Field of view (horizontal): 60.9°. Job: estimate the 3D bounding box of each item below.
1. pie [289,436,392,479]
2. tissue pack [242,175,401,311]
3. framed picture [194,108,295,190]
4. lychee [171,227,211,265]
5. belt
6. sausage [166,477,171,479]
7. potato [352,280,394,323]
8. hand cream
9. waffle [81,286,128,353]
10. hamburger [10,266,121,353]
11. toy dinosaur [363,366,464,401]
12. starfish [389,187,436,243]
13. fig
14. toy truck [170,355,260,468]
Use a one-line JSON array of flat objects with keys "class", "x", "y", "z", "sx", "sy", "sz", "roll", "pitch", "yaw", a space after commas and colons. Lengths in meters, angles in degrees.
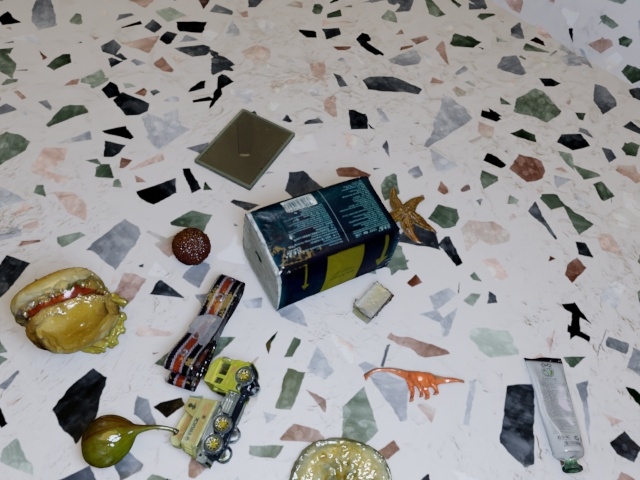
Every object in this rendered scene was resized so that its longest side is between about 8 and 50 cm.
[{"class": "pie", "x": 0.055, "y": 0.626, "z": 1.371, "sx": 0.274, "sy": 0.055, "sz": 0.274, "roll": 3, "pitch": 57, "yaw": -5}, {"class": "tissue pack", "x": 0.000, "y": 0.000, "z": 1.659, "sx": 0.417, "sy": 0.253, "sz": 0.264, "roll": -21, "pitch": 63, "yaw": -20}, {"class": "framed picture", "x": -0.272, "y": -0.340, "z": 1.992, "sx": 0.240, "sy": 0.020, "sz": 0.324, "roll": 26, "pitch": 57, "yaw": 10}, {"class": "lychee", "x": -0.393, "y": 0.018, "z": 1.682, "sx": 0.129, "sy": 0.123, "sz": 0.123, "roll": -7, "pitch": 49, "yaw": 32}, {"class": "belt", "x": -0.318, "y": 0.246, "z": 1.536, "sx": 0.094, "sy": 0.126, "sz": 0.359, "roll": 14, "pitch": 52, "yaw": 11}, {"class": "sausage", "x": -0.243, "y": 0.703, "z": 1.275, "sx": 0.372, "sy": 0.082, "sz": 0.082, "roll": 33, "pitch": 59, "yaw": 13}, {"class": "potato", "x": 0.157, "y": 0.192, "z": 1.668, "sx": 0.086, "sy": 0.061, "sz": 0.122, "roll": 38, "pitch": 62, "yaw": 17}, {"class": "hand cream", "x": 0.671, "y": 0.481, "z": 1.546, "sx": 0.121, "sy": 0.076, "sz": 0.336, "roll": 8, "pitch": 50, "yaw": -8}, {"class": "waffle", "x": -0.660, "y": 0.208, "z": 1.558, "sx": 0.229, "sy": 0.057, "sz": 0.219, "roll": 10, "pitch": 57, "yaw": -2}, {"class": "hamburger", "x": -0.658, "y": 0.177, "z": 1.411, "sx": 0.244, "sy": 0.244, "sz": 0.163, "roll": -28, "pitch": 63, "yaw": -23}, {"class": "toy dinosaur", "x": 0.265, "y": 0.406, "z": 1.547, "sx": 0.280, "sy": 0.055, "sz": 0.101, "roll": 1, "pitch": 47, "yaw": -5}, {"class": "starfish", "x": 0.293, "y": -0.084, "z": 1.880, "sx": 0.240, "sy": 0.043, "sz": 0.227, "roll": -33, "pitch": 65, "yaw": -22}, {"class": "fig", "x": -0.469, "y": 0.483, "z": 1.340, "sx": 0.236, "sy": 0.124, "sz": 0.124, "roll": -11, "pitch": 58, "yaw": 3}, {"class": "toy truck", "x": -0.273, "y": 0.438, "z": 1.418, "sx": 0.157, "sy": 0.124, "sz": 0.272, "roll": 15, "pitch": 59, "yaw": 15}]
